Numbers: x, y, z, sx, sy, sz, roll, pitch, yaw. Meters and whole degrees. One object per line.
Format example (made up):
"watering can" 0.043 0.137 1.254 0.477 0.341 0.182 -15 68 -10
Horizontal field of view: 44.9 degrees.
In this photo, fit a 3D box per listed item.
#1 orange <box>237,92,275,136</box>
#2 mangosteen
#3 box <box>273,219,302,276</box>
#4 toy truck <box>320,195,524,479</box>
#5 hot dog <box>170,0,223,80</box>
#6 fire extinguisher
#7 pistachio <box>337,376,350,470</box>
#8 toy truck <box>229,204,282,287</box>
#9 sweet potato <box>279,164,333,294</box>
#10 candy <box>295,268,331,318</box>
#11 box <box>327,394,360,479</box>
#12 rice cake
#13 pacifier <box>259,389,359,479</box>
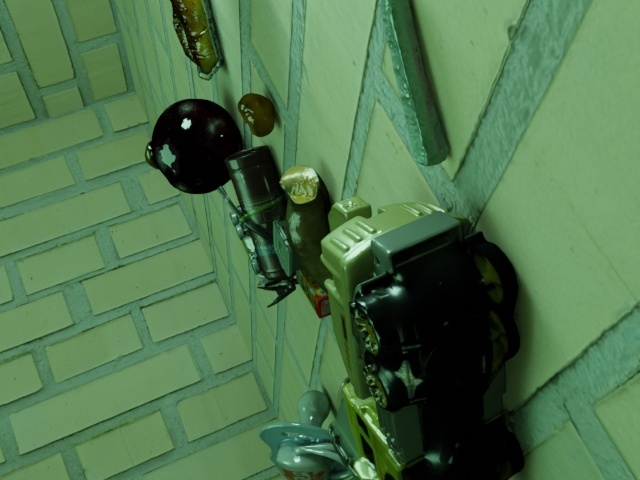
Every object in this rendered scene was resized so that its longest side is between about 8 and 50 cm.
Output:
"orange" -0.118 -0.242 1.461 0.086 0.062 0.086 56 177 5
"mangosteen" -0.313 -0.221 1.831 0.266 0.228 0.228 0 116 33
"box" -0.049 0.007 1.541 0.122 0.069 0.084 95 152 -59
"toy truck" 0.109 0.141 0.925 0.254 0.181 0.405 45 152 54
"hot dog" -0.280 -0.482 1.686 0.162 0.082 0.270 -128 21 -53
"fire extinguisher" -0.119 -0.022 1.645 0.105 0.142 0.341 -67 -38 -71
"pistachio" 0.082 0.338 1.415 0.124 0.125 0.184 142 110 -75
"toy truck" -0.136 0.004 1.809 0.114 0.098 0.226 85 162 -58
"sweet potato" -0.006 0.003 1.344 0.112 0.085 0.285 31 140 61
"candy" -0.012 0.097 1.592 0.062 0.038 0.122 84 159 -46
"box" 0.108 0.274 1.164 0.124 0.172 0.092 -131 40 -50
"rice cake" 0.095 -0.179 0.818 0.033 0.033 0.207 11 121 61
"pacifier" -0.016 0.483 1.930 0.299 0.244 0.233 78 -165 -51
